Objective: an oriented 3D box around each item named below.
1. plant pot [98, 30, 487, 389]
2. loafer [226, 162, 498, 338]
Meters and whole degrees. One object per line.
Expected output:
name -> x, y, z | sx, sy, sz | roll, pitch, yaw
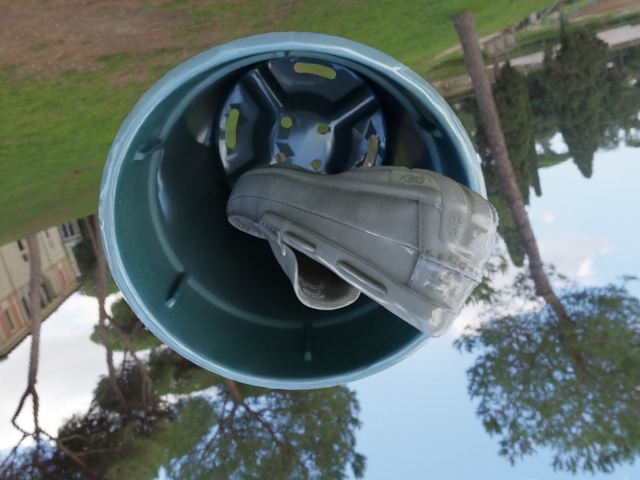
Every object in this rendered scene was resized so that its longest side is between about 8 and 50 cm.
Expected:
plant pot -> -0.026, -0.070, 0.649 | 0.341, 0.341, 0.334 | -14, -157, 5
loafer -> 0.000, 0.000, 0.479 | 0.112, 0.111, 0.319 | 22, 174, -31
